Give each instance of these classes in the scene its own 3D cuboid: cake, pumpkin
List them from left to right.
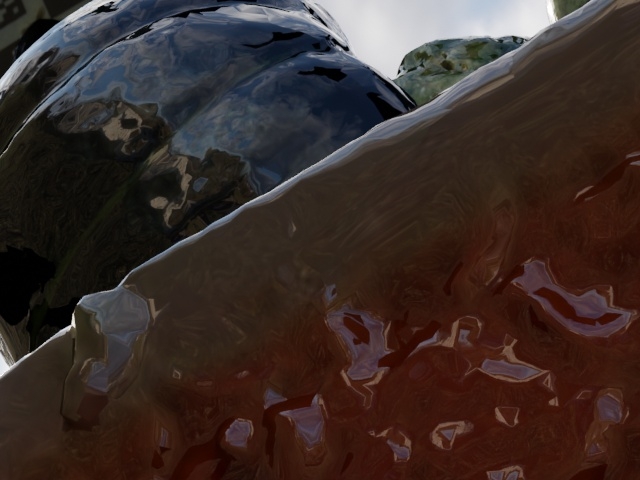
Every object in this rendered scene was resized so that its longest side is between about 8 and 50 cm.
[{"bbox_3d":[0.000,0.000,0.833,0.296,0.296,0.296,40,-23,21],"label":"pumpkin"},{"bbox_3d":[0.089,0.090,0.488,0.237,0.309,0.230,62,11,19],"label":"cake"}]

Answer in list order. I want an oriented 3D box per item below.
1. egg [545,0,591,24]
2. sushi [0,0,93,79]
[{"bbox_3d":[0.213,-0.160,1.284,0.132,0.132,0.172,54,21,-13],"label":"egg"},{"bbox_3d":[-0.157,-0.090,1.324,0.294,0.292,0.059,-2,-10,22],"label":"sushi"}]
